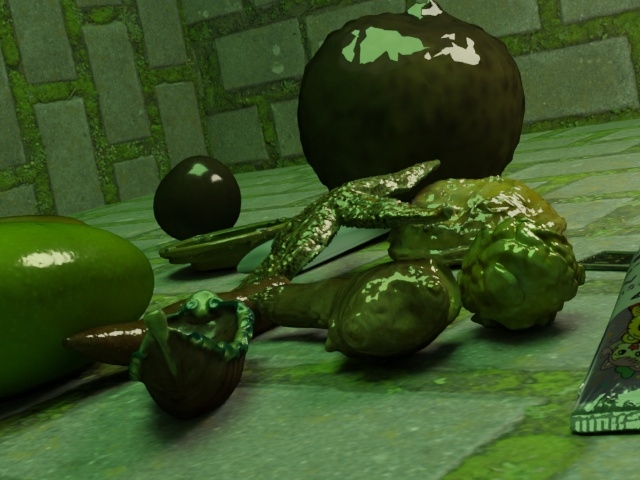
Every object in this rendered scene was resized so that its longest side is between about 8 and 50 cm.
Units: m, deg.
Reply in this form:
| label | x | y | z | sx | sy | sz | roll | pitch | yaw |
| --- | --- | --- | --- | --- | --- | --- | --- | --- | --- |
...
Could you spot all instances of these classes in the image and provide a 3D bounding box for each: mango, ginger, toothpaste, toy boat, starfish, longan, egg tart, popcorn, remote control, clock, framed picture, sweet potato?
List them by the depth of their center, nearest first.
| label | x | y | z | sx | sy | sz | roll | pitch | yaw |
| --- | --- | --- | --- | --- | --- | --- | --- | --- | --- |
| toothpaste | 0.259 | 0.060 | 0.732 | 0.114 | 0.073 | 0.299 | -8 | 16 | 24 |
| toy boat | -0.113 | 0.097 | 0.852 | 0.108 | 0.099 | 0.293 | -11 | 1 | 0 |
| popcorn | 0.181 | 0.034 | 0.891 | 0.106 | 0.116 | 0.121 | 17 | -45 | -17 |
| ginger | 0.023 | 0.066 | 0.934 | 0.131 | 0.086 | 0.294 | -31 | 13 | -30 |
| mango | -0.293 | 0.068 | 1.023 | 0.192 | 0.156 | 0.343 | -46 | -18 | 23 |
| sweet potato | -0.143 | 0.092 | 1.032 | 0.281 | 0.059 | 0.067 | -16 | -1 | -36 |
| framed picture | 0.328 | 0.022 | 1.082 | 0.066 | 0.007 | 0.089 | -16 | 10 | -35 |
| starfish | 0.016 | -0.025 | 1.293 | 0.347 | 0.078 | 0.358 | -33 | 14 | 0 |
| egg tart | 0.202 | -0.028 | 1.313 | 0.252 | 0.098 | 0.232 | 2 | 18 | 42 |
| remote control | 0.000 | 0.001 | 1.510 | 0.103 | 0.051 | 0.293 | -5 | 9 | 40 |
| clock | -0.145 | 0.012 | 1.610 | 0.237 | 0.057 | 0.237 | -12 | 6 | 1 |
| longan | 0.143 | -0.215 | 1.665 | 0.391 | 0.391 | 0.391 | -11 | 8 | 2 |
| longan | -0.242 | -0.075 | 1.946 | 0.189 | 0.189 | 0.189 | -11 | 8 | 2 |

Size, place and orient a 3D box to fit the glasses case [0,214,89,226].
| label | x | y | z | sx | sy | sz | roll | pitch | yaw |
| --- | --- | --- | --- | --- | --- | --- | --- | --- | --- |
| glasses case | -0.566 | 0.029 | 1.749 | 0.371 | 0.141 | 0.173 | -6 | 10 | 33 |
